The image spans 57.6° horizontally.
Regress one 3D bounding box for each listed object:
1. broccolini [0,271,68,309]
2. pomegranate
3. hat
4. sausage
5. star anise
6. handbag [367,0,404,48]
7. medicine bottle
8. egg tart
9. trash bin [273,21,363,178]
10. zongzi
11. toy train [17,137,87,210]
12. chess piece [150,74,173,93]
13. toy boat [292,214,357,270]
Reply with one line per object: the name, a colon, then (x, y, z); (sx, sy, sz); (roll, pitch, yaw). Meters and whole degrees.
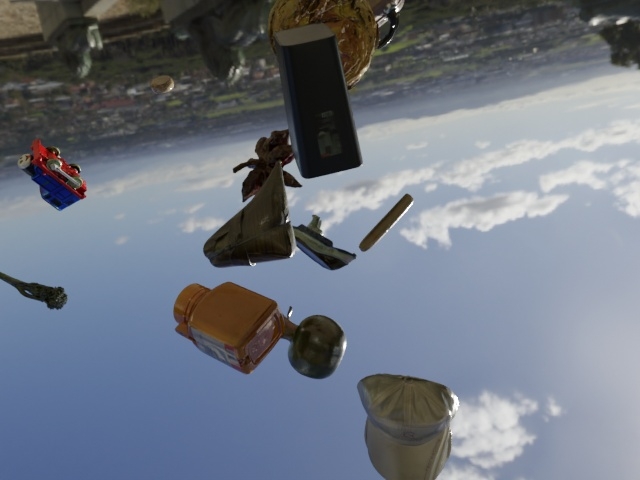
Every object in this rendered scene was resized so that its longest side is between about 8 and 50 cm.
broccolini: (-0.800, 0.140, 1.603); (0.202, 0.068, 0.091); (16, 169, -6)
pomegranate: (-0.035, 0.240, 1.385); (0.191, 0.152, 0.131); (22, -170, 10)
hat: (0.172, 0.399, 1.213); (0.219, 0.226, 0.164); (3, 165, 13)
sausage: (0.116, -0.030, 1.025); (0.132, 0.024, 0.024); (-47, -161, -9)
star anise: (-0.132, -0.200, 1.519); (0.196, 0.213, 0.111); (11, 161, 27)
handbag: (0.109, -0.677, 1.689); (0.301, 0.283, 0.149); (-36, 175, 13)
medicine bottle: (-0.206, 0.176, 1.269); (0.222, 0.112, 0.149); (19, -130, 29)
egg tart: (0.002, -0.485, 1.368); (0.297, 0.297, 0.132); (-16, -162, -27)
trash bin: (-0.008, -0.251, 1.027); (0.114, 0.226, 0.165); (-12, -150, -3)
zongzi: (-0.180, -0.058, 1.394); (0.220, 0.242, 0.112); (-9, -174, -2)
toy train: (-0.765, -0.184, 1.661); (0.131, 0.083, 0.204); (-28, 144, 5)
chess piece: (-0.577, -0.569, 2.123); (0.083, 0.038, 0.084); (-4, -138, 3)
toy boat: (0.000, 0.000, 1.854); (0.262, 0.114, 0.115); (37, -104, 24)
